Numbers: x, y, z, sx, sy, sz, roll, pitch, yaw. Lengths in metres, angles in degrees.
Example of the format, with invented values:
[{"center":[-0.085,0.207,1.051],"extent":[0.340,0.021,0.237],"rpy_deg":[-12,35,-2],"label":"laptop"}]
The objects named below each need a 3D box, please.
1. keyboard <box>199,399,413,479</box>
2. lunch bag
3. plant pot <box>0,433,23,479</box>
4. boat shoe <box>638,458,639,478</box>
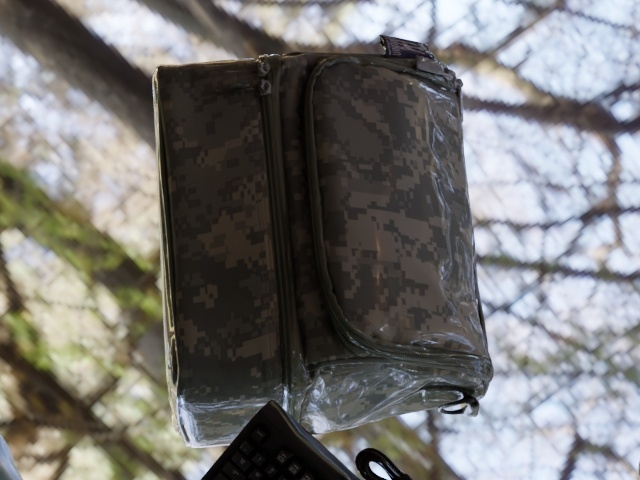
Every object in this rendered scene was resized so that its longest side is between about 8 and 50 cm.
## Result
[{"center":[0.021,0.170,0.923],"extent":[0.108,0.180,0.023],"rpy_deg":[-50,173,17],"label":"keyboard"},{"center":[0.000,0.000,1.292],"extent":[0.256,0.212,0.305],"rpy_deg":[-3,-113,-5],"label":"lunch bag"},{"center":[-0.311,0.298,1.192],"extent":[0.293,0.293,0.196],"rpy_deg":[-40,-111,0],"label":"plant pot"},{"center":[0.385,0.142,1.577],"extent":[0.096,0.277,0.098],"rpy_deg":[-6,-144,-29],"label":"boat shoe"}]
